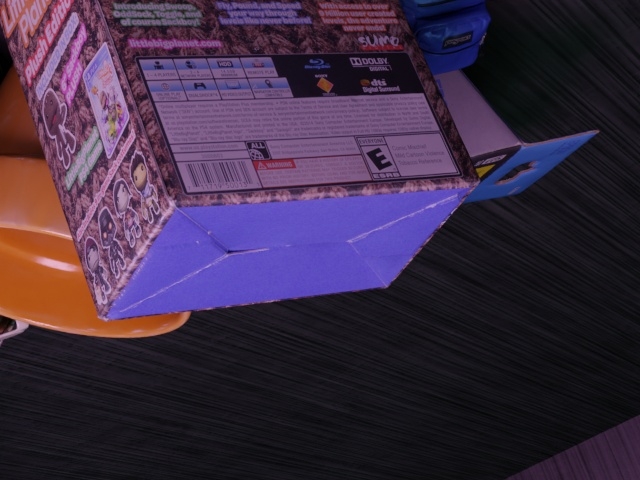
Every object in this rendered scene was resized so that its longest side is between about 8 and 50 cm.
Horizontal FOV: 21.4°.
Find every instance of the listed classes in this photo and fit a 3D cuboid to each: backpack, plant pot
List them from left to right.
[{"bbox_3d":[-0.177,-0.052,1.256,0.205,0.188,0.205,10,157,4],"label":"plant pot"},{"bbox_3d":[0.093,-0.196,1.348,0.098,0.101,0.120,-21,154,-17],"label":"backpack"}]

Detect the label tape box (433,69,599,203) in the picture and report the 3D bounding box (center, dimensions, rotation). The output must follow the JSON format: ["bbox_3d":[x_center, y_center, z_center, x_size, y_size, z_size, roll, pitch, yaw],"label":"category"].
[{"bbox_3d":[0.041,-0.076,1.493,0.334,0.105,0.240,-15,172,-13],"label":"label tape box"}]

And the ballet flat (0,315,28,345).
[{"bbox_3d":[-0.287,0.042,1.582,0.077,0.079,0.221,-13,157,-35],"label":"ballet flat"}]

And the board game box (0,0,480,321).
[{"bbox_3d":[-0.067,-0.114,1.149,0.232,0.291,0.141,-5,150,-32],"label":"board game box"}]

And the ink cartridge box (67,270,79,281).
[{"bbox_3d":[-0.190,-0.006,1.463,0.134,0.078,0.231,-42,177,-17],"label":"ink cartridge box"}]

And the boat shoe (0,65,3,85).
[{"bbox_3d":[-0.280,-0.123,1.240,0.075,0.065,0.206,-24,158,1],"label":"boat shoe"}]
